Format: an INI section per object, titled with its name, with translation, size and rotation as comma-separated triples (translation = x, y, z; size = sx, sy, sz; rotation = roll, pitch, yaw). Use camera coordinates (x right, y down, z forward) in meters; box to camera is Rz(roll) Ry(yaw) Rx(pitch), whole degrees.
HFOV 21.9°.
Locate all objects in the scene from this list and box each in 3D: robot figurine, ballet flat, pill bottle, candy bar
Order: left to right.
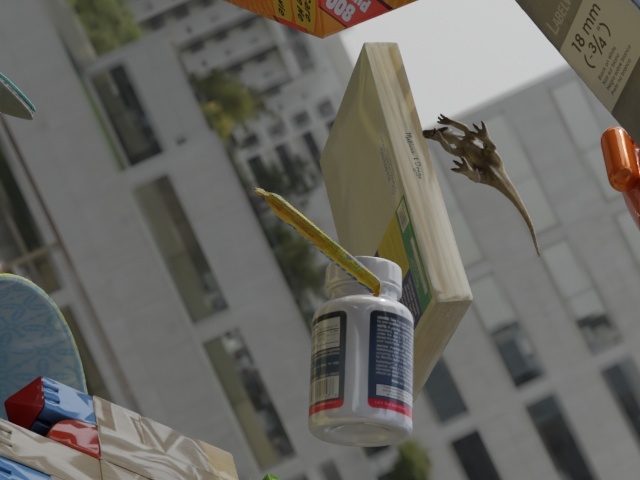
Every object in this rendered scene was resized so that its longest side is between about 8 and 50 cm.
[ballet flat]
translation = -0.427, -0.205, 1.950
size = 0.213, 0.068, 0.072
rotation = 50, -13, -25
[candy bar]
translation = 0.000, 0.000, 1.599
size = 0.161, 0.018, 0.040
rotation = 40, 2, -4
[pill bottle]
translation = 0.044, 0.114, 1.714
size = 0.108, 0.108, 0.180
rotation = 72, 19, -66
[robot figurine]
translation = 0.342, -0.048, 1.521
size = 0.219, 0.158, 0.128
rotation = -92, 170, -68

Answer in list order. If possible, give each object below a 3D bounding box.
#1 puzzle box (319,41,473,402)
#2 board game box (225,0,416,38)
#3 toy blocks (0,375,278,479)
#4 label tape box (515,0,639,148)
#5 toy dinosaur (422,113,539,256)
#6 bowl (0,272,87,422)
[puzzle box]
translation = 0.090, -0.020, 2.187
size = 0.272, 0.052, 0.409
rotation = 113, -31, -54
[board game box]
translation = 0.018, -0.442, 1.524
size = 0.356, 0.356, 0.356
rotation = 29, -44, 48
[toy blocks]
translation = -0.184, 0.241, 1.317
size = 0.261, 0.191, 0.381
rotation = 26, 20, -23
[label tape box]
translation = 0.294, -0.220, 1.340
size = 0.334, 0.240, 0.106
rotation = 55, -32, 27
[toy dinosaur]
translation = 0.160, -0.072, 1.595
size = 0.183, 0.053, 0.092
rotation = 49, 7, 33
[bowl]
translation = -0.339, 0.174, 1.450
size = 0.289, 0.156, 0.290
rotation = -2, 90, -67
